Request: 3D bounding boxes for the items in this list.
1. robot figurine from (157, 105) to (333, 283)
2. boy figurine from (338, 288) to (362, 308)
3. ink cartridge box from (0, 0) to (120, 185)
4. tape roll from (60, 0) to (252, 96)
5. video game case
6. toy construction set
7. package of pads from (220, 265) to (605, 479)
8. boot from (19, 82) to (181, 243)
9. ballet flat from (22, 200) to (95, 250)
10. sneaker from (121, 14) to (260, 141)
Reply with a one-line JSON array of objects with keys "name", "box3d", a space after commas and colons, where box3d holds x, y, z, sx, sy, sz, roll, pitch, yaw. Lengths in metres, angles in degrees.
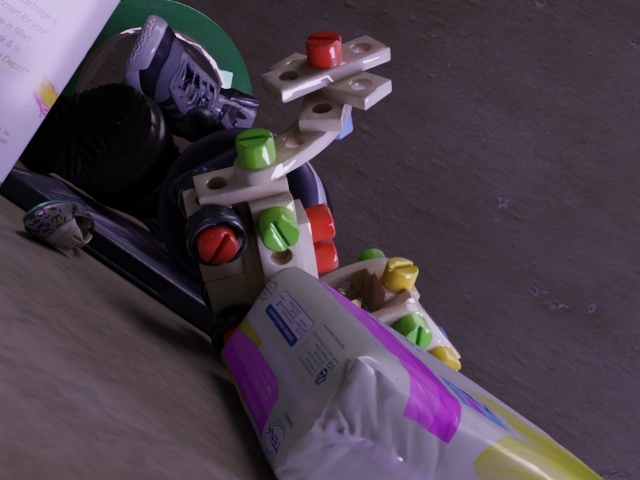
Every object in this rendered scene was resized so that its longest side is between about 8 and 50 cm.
[{"name": "robot figurine", "box3d": [-0.077, -0.024, 0.944, 0.174, 0.209, 0.278, 12, -3, 7]}, {"name": "boy figurine", "box3d": [0.067, 0.153, 1.493, 0.177, 0.092, 0.285, 34, 0, 27]}, {"name": "ink cartridge box", "box3d": [-0.221, -0.126, 0.482, 0.093, 0.212, 0.154, 33, 0, 36]}, {"name": "tape roll", "box3d": [-0.270, -0.215, 1.362, 0.321, 0.321, 0.077, 34, -2, -28]}, {"name": "video game case", "box3d": [-0.189, 0.014, 0.886, 0.274, 0.026, 0.196, 33, -1, 2]}, {"name": "toy construction set", "box3d": [0.000, 0.000, 0.723, 0.151, 0.215, 0.327, -120, -163, -65]}, {"name": "package of pads", "box3d": [0.081, 0.146, 0.596, 0.297, 0.101, 0.229, 35, 1, -18]}, {"name": "boot", "box3d": [-0.210, -0.080, 1.112, 0.260, 0.131, 0.348, 34, -9, -34]}, {"name": "ballet flat", "box3d": [-0.212, -0.011, 0.727, 0.041, 0.041, 0.114, 34, 0, 0]}, {"name": "sneaker", "box3d": [-0.156, -0.188, 1.104, 0.153, 0.101, 0.268, 22, -12, 1]}]
